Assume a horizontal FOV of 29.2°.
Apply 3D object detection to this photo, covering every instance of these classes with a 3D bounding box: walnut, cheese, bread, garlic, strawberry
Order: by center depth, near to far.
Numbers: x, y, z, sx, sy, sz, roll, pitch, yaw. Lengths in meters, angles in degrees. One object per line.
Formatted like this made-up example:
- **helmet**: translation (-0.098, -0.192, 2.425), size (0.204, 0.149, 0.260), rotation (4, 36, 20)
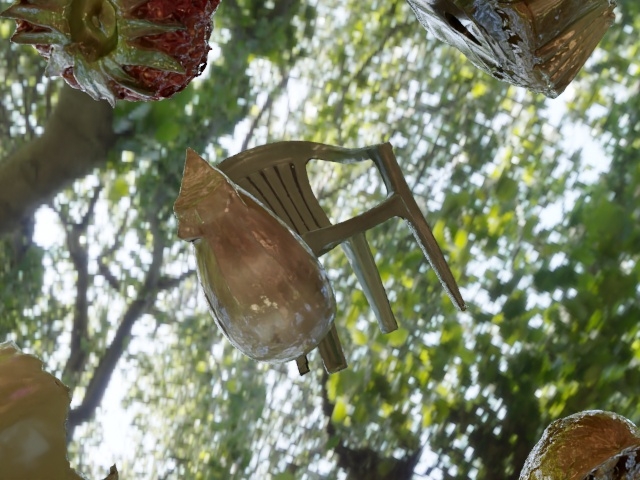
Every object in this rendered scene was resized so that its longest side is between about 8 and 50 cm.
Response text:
- **walnut**: translation (0.169, 0.148, 0.812), size (0.091, 0.121, 0.052), rotation (-15, -124, -25)
- **bread**: translation (0.133, -0.226, 0.995), size (0.110, 0.192, 0.210), rotation (-39, -135, -7)
- **garlic**: translation (-0.042, 0.048, 1.118), size (0.128, 0.266, 0.148), rotation (3, -119, 14)
- **cheese**: translation (-0.358, 0.253, 1.360), size (0.233, 0.266, 0.127), rotation (-29, -145, -31)
- **strawberry**: translation (-0.239, -0.336, 1.638), size (0.292, 0.292, 0.343), rotation (25, -148, 7)

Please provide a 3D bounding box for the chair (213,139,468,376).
- **chair**: translation (0.000, 0.000, 1.395), size (0.203, 0.190, 0.275), rotation (-21, -92, -28)
